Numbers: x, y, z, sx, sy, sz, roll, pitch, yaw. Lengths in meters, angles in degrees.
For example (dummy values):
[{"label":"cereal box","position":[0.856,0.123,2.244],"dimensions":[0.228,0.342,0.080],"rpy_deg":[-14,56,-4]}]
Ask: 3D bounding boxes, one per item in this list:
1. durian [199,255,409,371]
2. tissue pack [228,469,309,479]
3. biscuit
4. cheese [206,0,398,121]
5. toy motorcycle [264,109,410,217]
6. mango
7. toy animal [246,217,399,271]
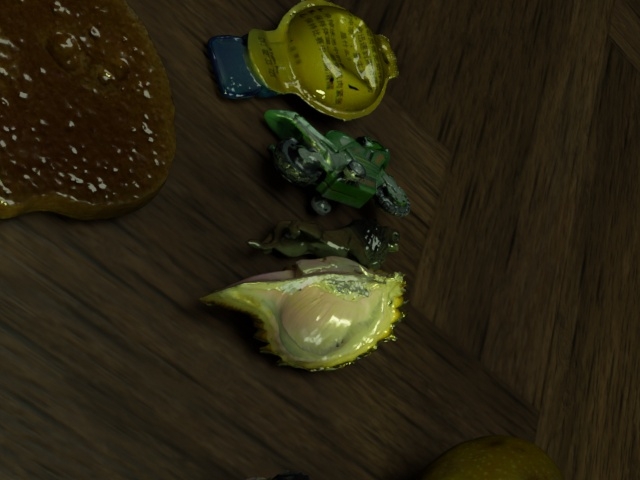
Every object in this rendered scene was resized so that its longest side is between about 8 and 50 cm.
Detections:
[{"label":"durian","position":[-0.022,0.058,1.043],"dimensions":[0.224,0.140,0.078],"rpy_deg":[13,33,-29]},{"label":"tissue pack","position":[-0.094,0.334,0.799],"dimensions":[0.332,0.123,0.245],"rpy_deg":[-9,84,-62]},{"label":"biscuit","position":[-0.253,-0.145,0.954],"dimensions":[0.257,0.049,0.273],"rpy_deg":[-14,80,-43]},{"label":"cheese","position":[-0.016,-0.207,1.194],"dimensions":[0.250,0.064,0.156],"rpy_deg":[-9,77,-35]},{"label":"toy motorcycle","position":[0.024,-0.086,1.170],"dimensions":[0.190,0.074,0.106],"rpy_deg":[18,42,-34]},{"label":"mango","position":[0.150,0.343,1.038],"dimensions":[0.177,0.175,0.329],"rpy_deg":[13,51,13]},{"label":"toy animal","position":[0.005,0.013,1.117],"dimensions":[0.220,0.069,0.086],"rpy_deg":[5,47,-47]}]
